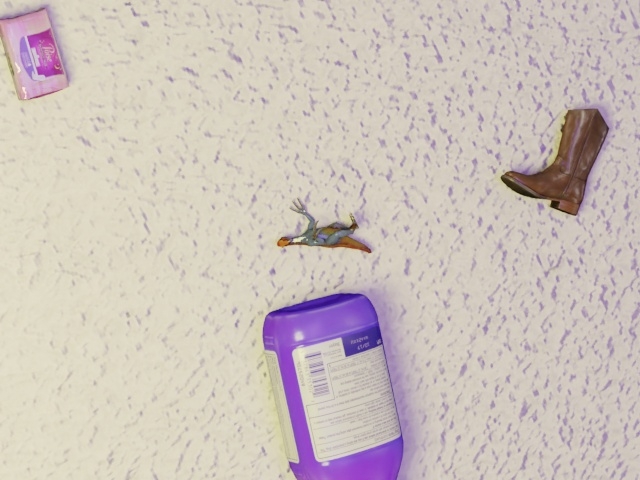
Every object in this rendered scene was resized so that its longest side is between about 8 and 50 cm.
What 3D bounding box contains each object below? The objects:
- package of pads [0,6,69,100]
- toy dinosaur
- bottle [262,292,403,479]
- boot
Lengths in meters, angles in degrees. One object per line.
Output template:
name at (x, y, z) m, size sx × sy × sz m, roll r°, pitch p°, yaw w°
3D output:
package of pads at (-0.276, -0.179, 1.826) m, size 0.050 × 0.032 × 0.083 m, roll -18°, pitch 96°, yaw -16°
toy dinosaur at (0.000, 0.000, 1.921) m, size 0.082 × 0.047 × 0.090 m, roll -28°, pitch 110°, yaw 2°
bottle at (0.023, 0.198, 1.901) m, size 0.118 × 0.092 × 0.283 m, roll -15°, pitch 96°, yaw -24°
boot at (0.249, -0.095, 2.004) m, size 0.106 × 0.037 × 0.114 m, roll 22°, pitch 87°, yaw -31°
